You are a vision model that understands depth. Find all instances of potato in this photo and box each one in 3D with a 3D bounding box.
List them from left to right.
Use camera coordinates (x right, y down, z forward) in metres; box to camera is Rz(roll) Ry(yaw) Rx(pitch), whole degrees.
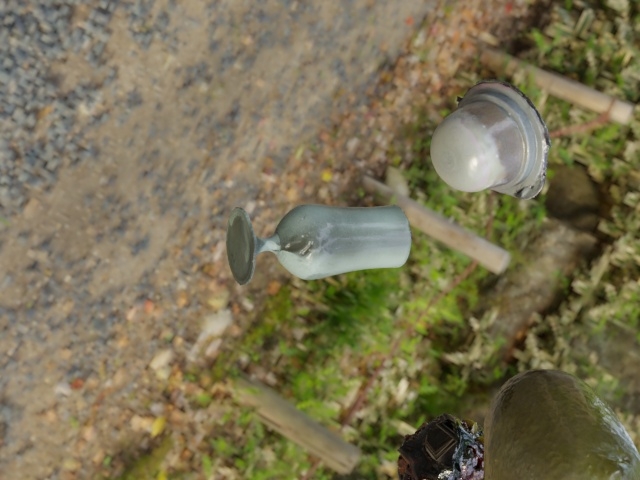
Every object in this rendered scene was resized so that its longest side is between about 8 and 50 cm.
[{"bbox_3d":[0.236,0.230,1.081,0.159,0.174,0.251,-28,-165,-2],"label":"potato"}]

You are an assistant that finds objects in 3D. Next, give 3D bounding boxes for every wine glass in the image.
[{"bbox_3d":[0.000,0.000,1.449,0.231,0.103,0.103,-5,132,-23],"label":"wine glass"}]

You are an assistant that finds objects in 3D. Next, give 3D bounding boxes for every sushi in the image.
[{"bbox_3d":[0.208,0.368,1.814,0.172,0.153,0.150,-16,142,-3],"label":"sushi"}]

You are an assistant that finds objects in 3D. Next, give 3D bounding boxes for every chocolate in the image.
[{"bbox_3d":[0.260,-0.144,1.810,0.147,0.221,0.221,-33,150,-33],"label":"chocolate"}]
